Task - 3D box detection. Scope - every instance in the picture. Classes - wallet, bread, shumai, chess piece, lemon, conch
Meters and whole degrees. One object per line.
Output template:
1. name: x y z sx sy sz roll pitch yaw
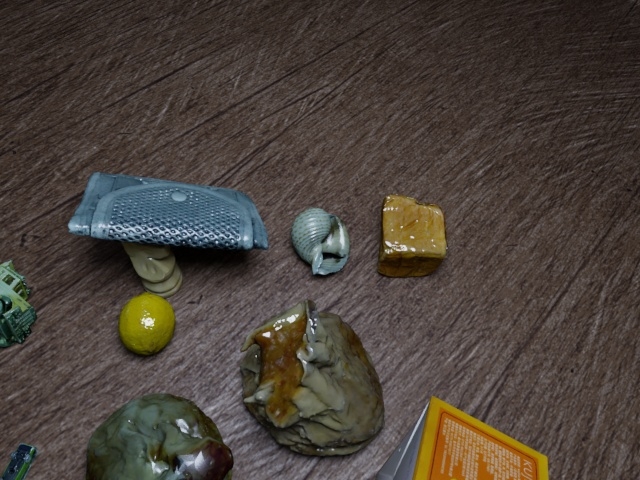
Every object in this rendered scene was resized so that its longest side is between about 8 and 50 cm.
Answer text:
1. wallet: -0.284 -0.063 0.875 0.342 0.075 0.237 6 27 -21
2. bread: 0.205 -0.006 1.024 0.143 0.149 0.158 6 60 1
3. shumai: 0.000 0.235 0.799 0.314 0.262 0.267 38 64 13
4. chess piece: -0.340 0.042 0.901 0.090 0.200 0.090 3 61 -5
5. lemon: -0.345 0.164 0.884 0.109 0.109 0.133 -9 58 -11
6. conch: -0.003 -0.002 1.023 0.135 0.102 0.153 -4 94 -21
7. shumai: -0.274 0.358 0.732 0.272 0.203 0.222 10 59 4

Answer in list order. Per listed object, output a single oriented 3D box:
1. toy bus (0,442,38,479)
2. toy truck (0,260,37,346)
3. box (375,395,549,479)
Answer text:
1. toy bus: -0.528 0.400 0.770 0.031 0.037 0.083 14 59 3
2. toy truck: -0.671 0.086 0.887 0.260 0.128 0.135 35 49 13
3. box: 0.183 0.447 0.646 0.214 0.259 0.283 25 35 11
